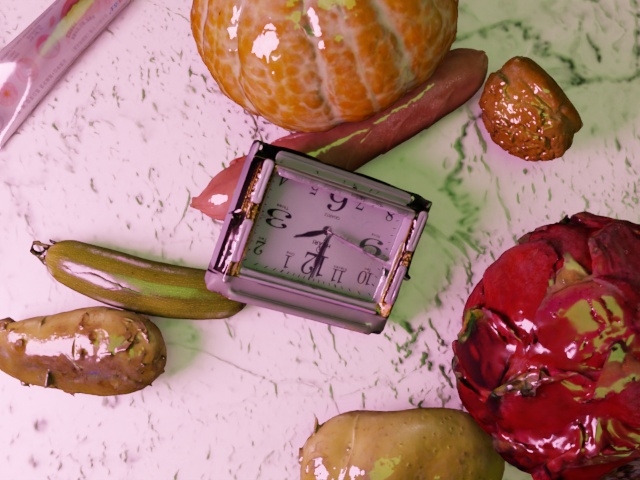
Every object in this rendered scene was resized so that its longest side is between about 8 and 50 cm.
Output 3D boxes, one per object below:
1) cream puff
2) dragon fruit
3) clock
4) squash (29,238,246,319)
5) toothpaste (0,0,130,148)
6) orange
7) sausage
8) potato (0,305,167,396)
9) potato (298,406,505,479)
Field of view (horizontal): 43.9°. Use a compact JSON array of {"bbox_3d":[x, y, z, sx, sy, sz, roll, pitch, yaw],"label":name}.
[{"bbox_3d":[0.264,-0.162,1.022,0.103,0.126,0.144,-41,81,9],"label":"cream puff"},{"bbox_3d":[0.304,0.131,0.895,0.330,0.329,0.329,0,84,-2],"label":"dragon fruit"},{"bbox_3d":[0.000,0.000,0.973,0.253,0.083,0.186,18,99,-22],"label":"clock"},{"bbox_3d":[-0.220,0.053,1.008,0.319,0.071,0.080,10,76,-2],"label":"squash"},{"bbox_3d":[-0.352,-0.261,1.046,0.100,0.066,0.323,45,89,-2],"label":"toothpaste"},{"bbox_3d":[0.001,-0.288,0.945,0.330,0.249,0.329,-9,51,12],"label":"orange"},{"bbox_3d":[0.031,-0.132,1.031,0.433,0.088,0.087,-28,85,-4],"label":"sausage"},{"bbox_3d":[-0.300,0.138,0.984,0.226,0.090,0.117,2,105,5],"label":"potato"},{"bbox_3d":[0.099,0.279,0.963,0.248,0.143,0.169,-7,122,-7],"label":"potato"}]
